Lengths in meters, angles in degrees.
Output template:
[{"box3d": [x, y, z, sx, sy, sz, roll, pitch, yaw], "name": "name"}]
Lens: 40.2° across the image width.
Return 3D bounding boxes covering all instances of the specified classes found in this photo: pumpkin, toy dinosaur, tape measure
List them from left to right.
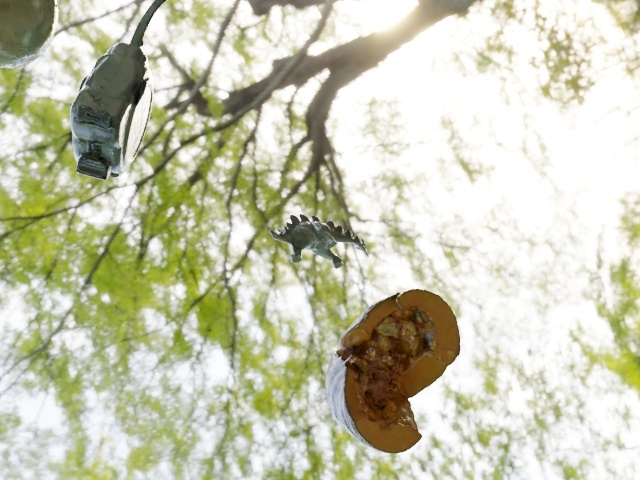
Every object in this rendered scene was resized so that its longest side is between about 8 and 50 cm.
[{"box3d": [-0.239, -0.216, 1.117, 0.084, 0.164, 0.330, 20, -134, -7], "name": "tape measure"}, {"box3d": [0.002, -0.002, 1.155, 0.209, 0.039, 0.082, 12, -151, -48], "name": "toy dinosaur"}, {"box3d": [0.071, 0.143, 0.976, 0.119, 0.107, 0.183, 41, -115, -16], "name": "pumpkin"}]

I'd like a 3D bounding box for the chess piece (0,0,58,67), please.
[{"box3d": [-0.460, -0.298, 0.994, 0.330, 0.182, 0.182, 16, -122, -39], "name": "chess piece"}]
